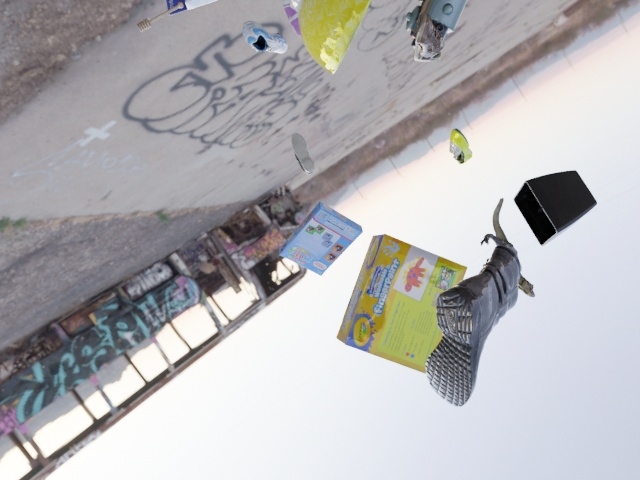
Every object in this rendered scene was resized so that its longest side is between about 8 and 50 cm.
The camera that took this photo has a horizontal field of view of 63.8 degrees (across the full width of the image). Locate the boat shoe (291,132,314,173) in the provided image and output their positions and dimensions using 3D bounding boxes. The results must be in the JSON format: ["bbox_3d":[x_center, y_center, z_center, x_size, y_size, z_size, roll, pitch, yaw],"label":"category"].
[{"bbox_3d":[-0.054,-0.255,1.517,0.046,0.125,0.038,-27,179,-16],"label":"boat shoe"}]

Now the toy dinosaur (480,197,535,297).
[{"bbox_3d":[0.464,0.027,1.320,0.118,0.269,0.064,-10,170,-29],"label":"toy dinosaur"}]

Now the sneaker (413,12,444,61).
[{"bbox_3d":[0.267,-0.492,1.245,0.071,0.066,0.188,8,179,8],"label":"sneaker"}]

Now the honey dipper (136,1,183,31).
[{"bbox_3d":[-0.505,-0.711,1.625,0.160,0.031,0.030,-28,-175,3],"label":"honey dipper"}]

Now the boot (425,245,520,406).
[{"bbox_3d":[0.348,0.194,1.118,0.222,0.118,0.338,-30,137,-34],"label":"boot"}]

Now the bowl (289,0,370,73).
[{"bbox_3d":[0.023,-0.542,1.150,0.289,0.155,0.290,-157,-90,-81],"label":"bowl"}]

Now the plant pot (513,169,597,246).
[{"bbox_3d":[0.752,-0.118,1.633,0.166,0.188,0.188,-26,163,2],"label":"plant pot"}]

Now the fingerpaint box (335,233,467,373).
[{"bbox_3d":[0.314,0.245,2.017,0.163,0.370,0.445,170,-60,-79],"label":"fingerpaint box"}]

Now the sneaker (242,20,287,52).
[{"bbox_3d":[-0.190,-0.684,1.783,0.085,0.086,0.237,-12,177,27],"label":"sneaker"}]

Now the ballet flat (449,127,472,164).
[{"bbox_3d":[0.551,-0.362,2.040,0.077,0.077,0.231,-49,151,7],"label":"ballet flat"}]

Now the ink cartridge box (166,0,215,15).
[{"bbox_3d":[-0.415,-0.981,1.762,0.329,0.325,0.071,-13,177,10],"label":"ink cartridge box"}]

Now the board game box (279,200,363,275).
[{"bbox_3d":[0.000,0.000,1.549,0.211,0.160,0.039,-48,-153,27],"label":"board game box"}]

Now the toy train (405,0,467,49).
[{"bbox_3d":[0.356,-0.701,1.451,0.190,0.142,0.334,-108,-138,-73],"label":"toy train"}]

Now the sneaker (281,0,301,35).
[{"bbox_3d":[0.003,-0.776,1.744,0.282,0.161,0.102,6,-146,46],"label":"sneaker"}]
